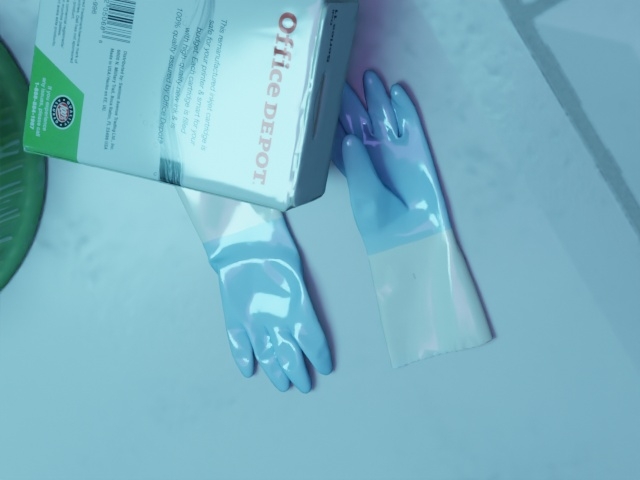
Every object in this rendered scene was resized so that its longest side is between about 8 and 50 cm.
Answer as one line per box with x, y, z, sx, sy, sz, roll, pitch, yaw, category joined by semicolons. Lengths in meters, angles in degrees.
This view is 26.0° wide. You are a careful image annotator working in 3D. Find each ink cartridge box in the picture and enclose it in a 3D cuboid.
-0.090;-0.117;0.970;0.208;0.087;0.153;15;103;16;ink cartridge box

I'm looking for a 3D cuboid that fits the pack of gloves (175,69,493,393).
0.000;0.000;1.026;0.195;0.046;0.232;-18;99;9;pack of gloves

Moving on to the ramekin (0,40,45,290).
-0.368;-0.049;1.003;0.303;0.148;0.303;1;102;6;ramekin
